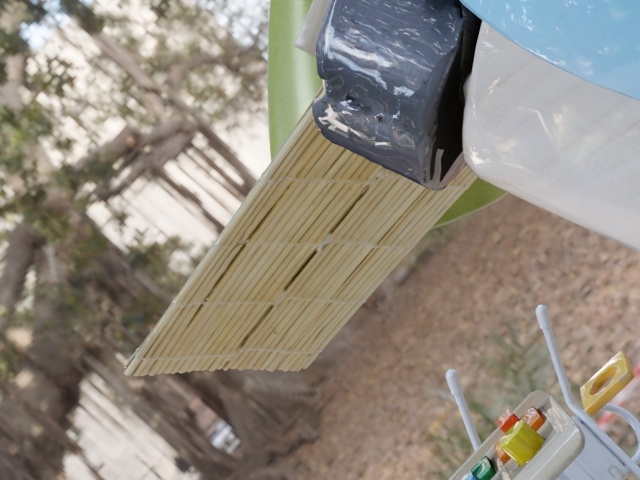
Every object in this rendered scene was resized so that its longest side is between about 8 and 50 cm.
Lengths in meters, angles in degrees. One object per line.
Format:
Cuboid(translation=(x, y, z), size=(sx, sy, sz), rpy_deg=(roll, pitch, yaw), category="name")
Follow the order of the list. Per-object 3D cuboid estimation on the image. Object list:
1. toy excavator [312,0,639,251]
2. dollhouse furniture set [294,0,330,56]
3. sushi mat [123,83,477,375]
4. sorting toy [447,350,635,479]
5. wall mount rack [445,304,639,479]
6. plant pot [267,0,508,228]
Cuboid(translation=(0.211, -0.240, 0.418), size=(0.433, 0.222, 0.445), rpy_deg=(-44, -27, -39), category="toy excavator")
Cuboid(translation=(0.083, -0.176, 0.819), size=(0.144, 0.123, 0.151), rpy_deg=(-65, -6, 21), category="dollhouse furniture set")
Cuboid(translation=(0.000, 0.000, 0.774), size=(0.151, 0.019, 0.316), rpy_deg=(4, -37, -33), category="sushi mat")
Cuboid(translation=(0.184, 0.232, 1.276), size=(0.347, 0.047, 0.196), rpy_deg=(-47, 4, 3), category="sorting toy")
Cuboid(translation=(0.335, 0.278, 1.760), size=(0.350, 0.304, 0.130), rpy_deg=(-30, -23, -34), category="wall mount rack")
Cuboid(translation=(0.048, -0.169, 1.377), size=(0.275, 0.293, 0.275), rpy_deg=(-15, 12, 3), category="plant pot")
